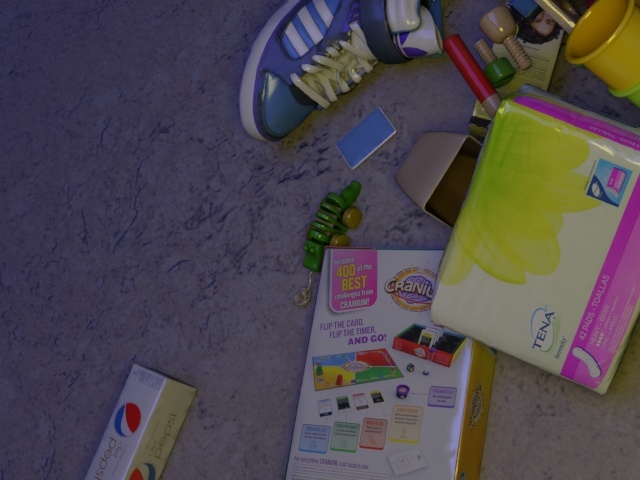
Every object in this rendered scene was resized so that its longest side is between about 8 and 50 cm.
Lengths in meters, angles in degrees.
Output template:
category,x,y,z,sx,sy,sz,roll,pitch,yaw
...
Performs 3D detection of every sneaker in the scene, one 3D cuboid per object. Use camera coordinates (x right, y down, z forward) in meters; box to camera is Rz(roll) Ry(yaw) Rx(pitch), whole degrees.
category,x,y,z,sx,sy,sz,roll,pitch,yaw
sneaker,0.047,-0.259,1.732,0.236,0.130,0.323,22,80,41

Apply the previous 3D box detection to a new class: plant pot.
category,x,y,z,sx,sy,sz,roll,pitch,yaw
plant pot,0.161,-0.079,1.613,0.096,0.109,0.109,33,92,50

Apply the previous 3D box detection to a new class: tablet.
category,x,y,z,sx,sy,sz,roll,pitch,yaw
tablet,0.063,-0.141,1.755,0.083,0.006,0.054,-41,55,13

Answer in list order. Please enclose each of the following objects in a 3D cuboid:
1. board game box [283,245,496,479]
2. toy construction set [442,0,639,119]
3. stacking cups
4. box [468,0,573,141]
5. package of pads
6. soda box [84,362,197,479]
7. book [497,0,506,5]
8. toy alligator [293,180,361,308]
category,x,y,z,sx,sy,sz,roll,pitch,yaw
board game box,0.094,0.166,1.582,0.242,0.064,0.316,1,73,33
toy construction set,0.331,-0.214,1.456,0.309,0.257,0.237,-33,74,10
stacking cups,0.401,-0.138,1.359,0.096,0.316,0.096,-44,25,26
box,0.258,-0.234,1.614,0.087,0.058,0.232,15,81,9
package of pads,0.260,-0.002,1.396,0.229,0.101,0.296,23,119,16
soda box,-0.255,0.286,1.757,0.069,0.074,0.216,19,83,36
book,0.260,-0.400,1.713,0.096,0.035,0.144,-26,59,18
toy alligator,0.000,0.000,1.713,0.056,0.051,0.189,24,86,37
